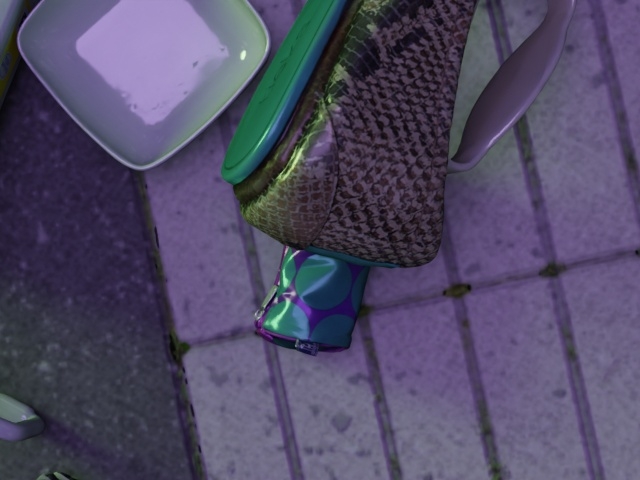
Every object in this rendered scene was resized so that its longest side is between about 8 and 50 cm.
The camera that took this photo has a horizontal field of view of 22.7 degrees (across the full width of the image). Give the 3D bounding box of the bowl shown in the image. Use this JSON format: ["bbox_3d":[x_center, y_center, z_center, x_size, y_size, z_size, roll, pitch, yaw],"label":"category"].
[{"bbox_3d":[-0.115,-0.132,1.087,0.142,0.053,0.142,-44,84,2],"label":"bowl"}]

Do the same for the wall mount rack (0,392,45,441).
[{"bbox_3d":[-0.370,0.152,1.068,0.304,0.130,0.350,26,90,2],"label":"wall mount rack"}]

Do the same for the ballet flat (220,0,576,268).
[{"bbox_3d":[0.090,-0.206,1.021,0.182,0.164,0.483,22,78,-17],"label":"ballet flat"}]

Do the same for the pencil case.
[{"bbox_3d":[0.000,0.000,1.066,0.070,0.064,0.152,12,88,-21],"label":"pencil case"}]

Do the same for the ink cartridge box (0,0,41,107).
[{"bbox_3d":[-0.349,-0.176,1.092,0.303,0.072,0.307,17,71,6],"label":"ink cartridge box"}]

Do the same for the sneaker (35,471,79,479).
[{"bbox_3d":[-0.142,0.290,1.051,0.118,0.107,0.279,-30,83,12],"label":"sneaker"}]
